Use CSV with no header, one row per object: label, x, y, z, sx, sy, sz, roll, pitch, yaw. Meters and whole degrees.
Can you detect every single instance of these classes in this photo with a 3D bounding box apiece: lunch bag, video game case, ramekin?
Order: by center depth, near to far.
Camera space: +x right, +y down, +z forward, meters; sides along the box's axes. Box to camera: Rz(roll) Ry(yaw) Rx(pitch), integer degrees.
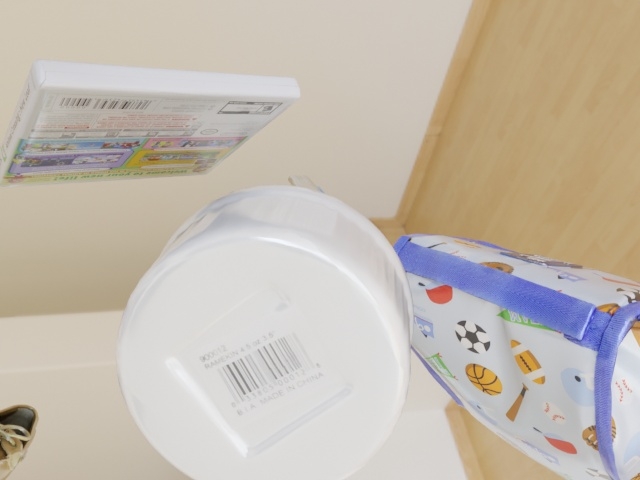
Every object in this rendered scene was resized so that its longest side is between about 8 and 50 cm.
video game case,-0.154,-0.095,0.485,0.193,0.212,0.023,-24,79,50
ramekin,-0.046,0.095,0.511,0.135,0.277,0.277,-76,-12,-76
lunch bag,0.295,0.145,0.731,0.239,0.385,0.328,-54,37,-11

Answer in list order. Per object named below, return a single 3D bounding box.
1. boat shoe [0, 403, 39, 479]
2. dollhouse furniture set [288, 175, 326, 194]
boat shoe,-0.448,0.271,0.745,0.089,0.104,0.285,-60,13,-20
dollhouse furniture set,0.000,0.000,0.953,0.129,0.129,0.184,50,131,36
